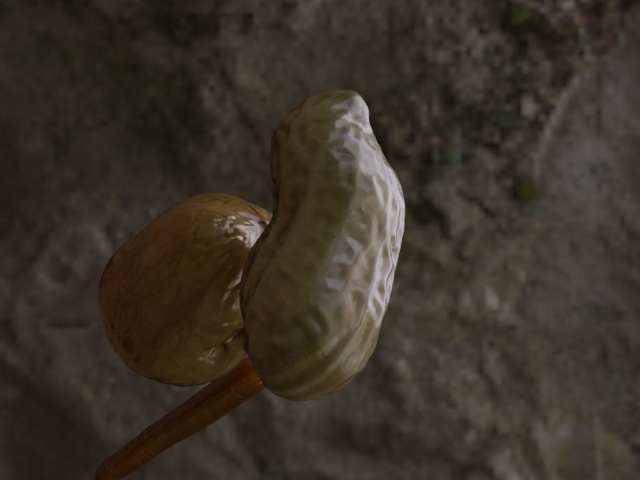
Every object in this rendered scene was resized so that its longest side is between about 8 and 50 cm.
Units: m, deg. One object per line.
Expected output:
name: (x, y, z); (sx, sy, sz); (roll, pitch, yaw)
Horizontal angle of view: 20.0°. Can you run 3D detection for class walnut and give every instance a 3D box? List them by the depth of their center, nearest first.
walnut: (-0.131, 0.049, 1.912); (0.226, 0.193, 0.193); (-49, -146, 30)

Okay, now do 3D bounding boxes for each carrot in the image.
carrot: (-0.151, 0.201, 2.024); (0.043, 0.248, 0.043); (55, 5, -7)

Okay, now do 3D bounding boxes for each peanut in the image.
peanut: (0.000, 0.000, 1.738); (0.153, 0.140, 0.325); (-21, -127, 39)
